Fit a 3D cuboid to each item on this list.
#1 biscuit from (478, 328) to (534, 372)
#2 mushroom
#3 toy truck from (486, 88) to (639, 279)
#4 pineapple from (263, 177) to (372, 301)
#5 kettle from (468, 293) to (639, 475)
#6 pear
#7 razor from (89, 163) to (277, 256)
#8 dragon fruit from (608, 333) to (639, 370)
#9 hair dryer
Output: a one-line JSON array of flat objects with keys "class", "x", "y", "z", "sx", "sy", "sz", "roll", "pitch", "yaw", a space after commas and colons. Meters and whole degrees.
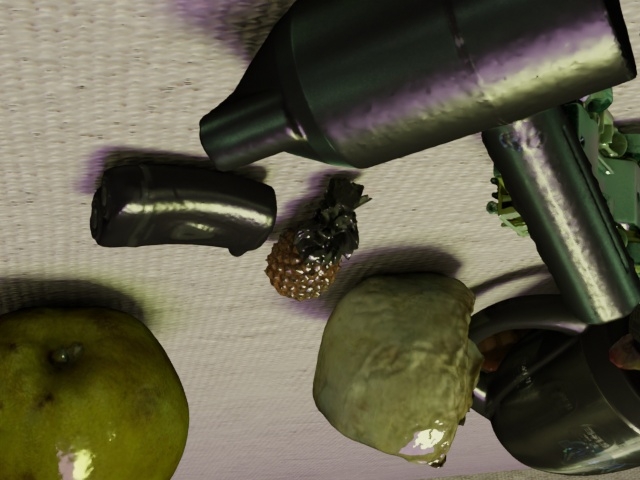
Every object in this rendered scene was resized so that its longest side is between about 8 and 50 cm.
[{"class": "biscuit", "x": 0.263, "y": 0.163, "z": 1.317, "sx": 0.170, "sy": 0.050, "sz": 0.170, "roll": -10, "pitch": 149, "yaw": -6}, {"class": "mushroom", "x": 0.088, "y": 0.116, "z": 1.012, "sx": 0.189, "sy": 0.164, "sz": 0.267, "roll": 12, "pitch": -162, "yaw": 16}, {"class": "toy truck", "x": 0.207, "y": -0.032, "z": 0.747, "sx": 0.135, "sy": 0.129, "sz": 0.259, "roll": -4, "pitch": 162, "yaw": 30}, {"class": "pineapple", "x": 0.000, "y": 0.000, "z": 0.824, "sx": 0.074, "sy": 0.074, "sz": 0.159, "roll": 2, "pitch": 152, "yaw": -22}, {"class": "kettle", "x": 0.311, "y": 0.177, "z": 1.147, "sx": 0.320, "sy": 0.228, "sz": 0.324, "roll": 25, "pitch": 143, "yaw": -13}, {"class": "pear", "x": -0.281, "y": 0.198, "z": 0.990, "sx": 0.268, "sy": 0.269, "sz": 0.321, "roll": -3, "pitch": 144, "yaw": -11}, {"class": "razor", "x": -0.111, "y": -0.026, "z": 0.742, "sx": 0.147, "sy": 0.054, "sz": 0.090, "roll": 3, "pitch": 155, "yaw": -26}, {"class": "dragon fruit", "x": 0.500, "y": 0.091, "z": 0.931, "sx": 0.314, "sy": 0.296, "sz": 0.263, "roll": 21, "pitch": -179, "yaw": 27}, {"class": "hair dryer", "x": 0.092, "y": -0.039, "z": 0.573, "sx": 0.244, "sy": 0.116, "sz": 0.302, "roll": -17, "pitch": 123, "yaw": 26}]
